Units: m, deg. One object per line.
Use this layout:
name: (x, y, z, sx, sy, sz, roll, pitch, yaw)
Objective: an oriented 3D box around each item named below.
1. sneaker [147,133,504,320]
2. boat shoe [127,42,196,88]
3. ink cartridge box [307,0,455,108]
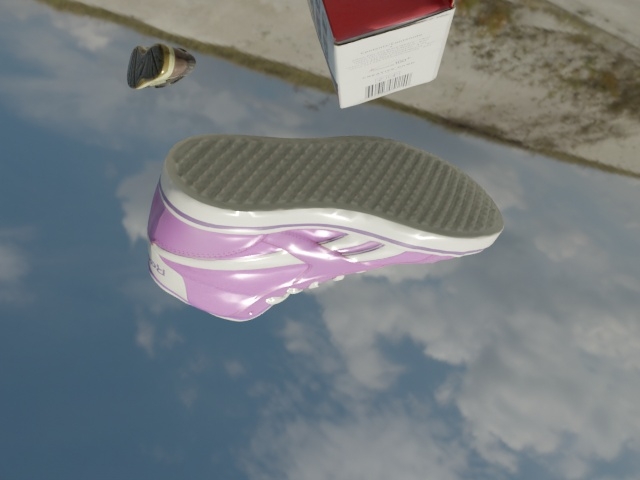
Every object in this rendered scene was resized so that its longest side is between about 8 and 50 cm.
sneaker: (0.000, -0.001, 0.587, 0.282, 0.161, 0.102, 5, -133, -19)
boat shoe: (-0.287, -0.306, 1.272, 0.074, 0.080, 0.224, 5, -176, -31)
ink cartridge box: (0.032, -0.341, 0.768, 0.272, 0.130, 0.309, 67, -174, -82)
